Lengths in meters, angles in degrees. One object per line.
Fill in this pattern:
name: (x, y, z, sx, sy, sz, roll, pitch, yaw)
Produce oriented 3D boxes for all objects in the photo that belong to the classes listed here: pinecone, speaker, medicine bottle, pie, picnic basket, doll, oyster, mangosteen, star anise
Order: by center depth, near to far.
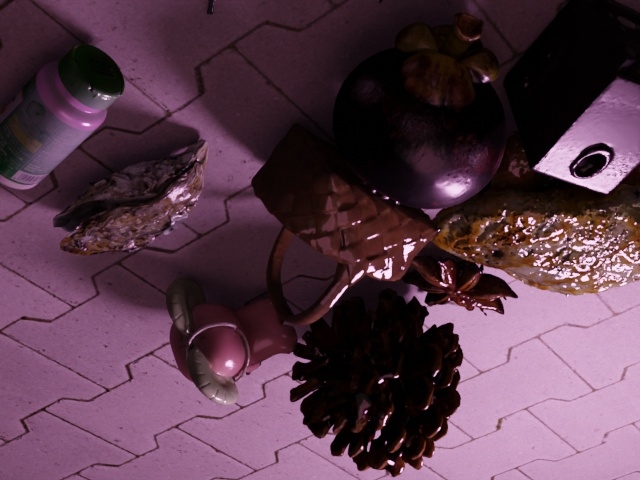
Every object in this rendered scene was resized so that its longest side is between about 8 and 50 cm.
speaker: (0.458, -0.251, 1.654, 0.184, 0.232, 0.254, 15, 136, -25)
mangosteen: (0.169, -0.209, 1.654, 0.297, 0.313, 0.297, 13, 171, 2)
medicine bottle: (-0.449, -0.208, 1.672, 0.274, 0.133, 0.133, -34, 132, 30)
picnic basket: (0.000, 0.000, 1.832, 0.337, 0.293, 0.337, -10, 123, -15)
oyster: (-0.338, -0.072, 1.857, 0.351, 0.158, 0.162, -33, 176, 18)
pie: (0.431, -0.011, 1.892, 0.418, 0.180, 0.395, 25, 153, -16)
doll: (-0.207, 0.204, 2.106, 0.216, 0.284, 0.268, -29, 164, 20)
star anise: (0.296, 0.075, 2.124, 0.272, 0.102, 0.272, 17, 156, 8)
pinecone: (0.112, 0.294, 2.154, 0.397, 0.398, 0.398, -3, 140, -3)

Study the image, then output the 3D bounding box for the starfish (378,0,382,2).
starfish: (0.049, -0.496, 1.433, 0.301, 0.084, 0.293, 24, 133, -25)

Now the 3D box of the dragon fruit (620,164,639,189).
dragon fruit: (0.594, -0.148, 1.867, 0.262, 0.134, 0.211, -16, 139, 12)

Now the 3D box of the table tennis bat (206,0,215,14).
table tennis bat: (-0.170, -0.394, 1.583, 0.050, 0.007, 0.083, 4, 137, -12)
